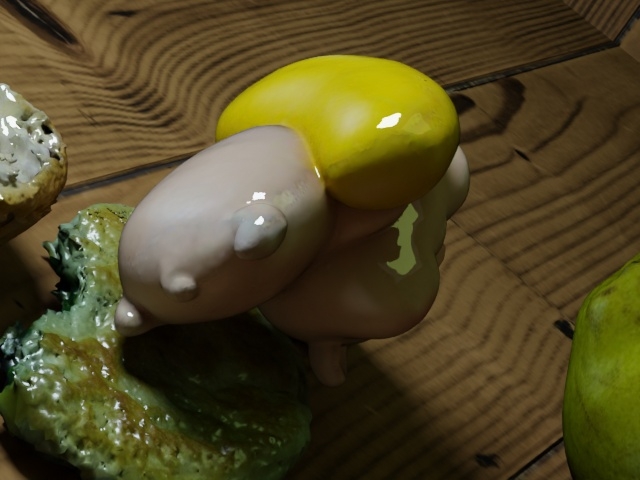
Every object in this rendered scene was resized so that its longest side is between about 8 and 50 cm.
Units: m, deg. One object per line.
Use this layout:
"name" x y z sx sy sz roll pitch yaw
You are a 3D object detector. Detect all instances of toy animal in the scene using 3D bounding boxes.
"toy animal" 0.016 0.000 1.499 0.345 0.278 0.246 -51 123 -45

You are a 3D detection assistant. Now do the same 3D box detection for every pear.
"pear" 0.403 0.195 1.687 0.413 0.352 0.352 54 28 1

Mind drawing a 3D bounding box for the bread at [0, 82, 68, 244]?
"bread" -0.348 -0.072 1.467 0.274 0.149 0.274 25 16 -8

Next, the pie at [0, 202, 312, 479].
"pie" -0.139 0.102 1.514 0.296 0.078 0.371 30 28 -7
